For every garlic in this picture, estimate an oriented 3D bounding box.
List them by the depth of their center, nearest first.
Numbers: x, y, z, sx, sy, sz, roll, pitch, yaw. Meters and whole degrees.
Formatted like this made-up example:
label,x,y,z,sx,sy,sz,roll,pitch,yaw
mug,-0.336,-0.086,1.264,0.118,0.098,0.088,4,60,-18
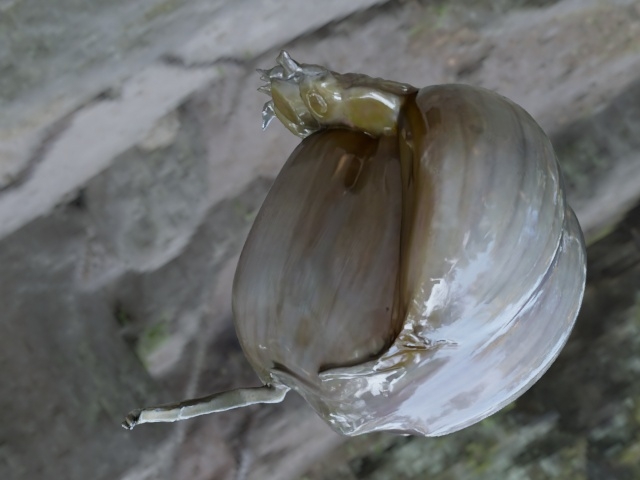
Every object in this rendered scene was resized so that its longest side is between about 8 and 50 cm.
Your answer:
label,x,y,z,sx,sy,sz,roll,pitch,yaw
garlic,0.000,0.000,0.735,0.256,0.207,0.207,-11,174,-26
